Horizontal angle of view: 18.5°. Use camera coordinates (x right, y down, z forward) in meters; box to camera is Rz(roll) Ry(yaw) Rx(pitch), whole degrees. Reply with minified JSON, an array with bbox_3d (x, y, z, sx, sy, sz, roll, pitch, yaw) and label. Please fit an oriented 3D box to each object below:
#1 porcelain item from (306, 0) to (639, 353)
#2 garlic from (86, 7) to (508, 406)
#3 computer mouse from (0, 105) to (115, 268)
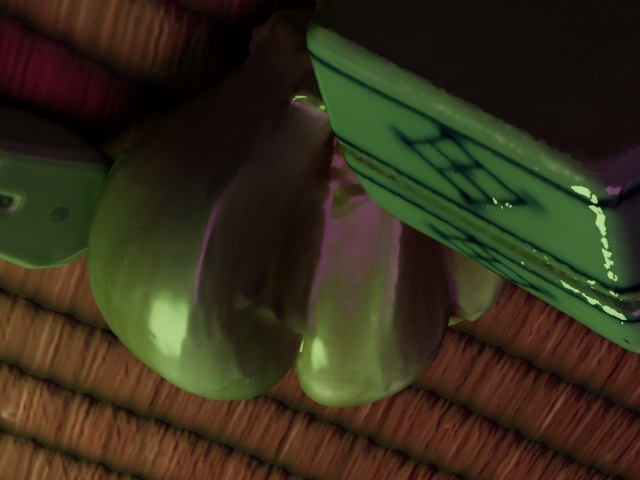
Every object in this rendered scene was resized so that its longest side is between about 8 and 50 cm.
[{"bbox_3d":[0.160,-0.105,0.934,0.281,0.286,0.157,-46,143,-20],"label":"porcelain item"},{"bbox_3d":[0.000,-0.001,1.162,0.279,0.132,0.325,-5,135,-17],"label":"garlic"},{"bbox_3d":[-0.198,-0.037,1.120,0.181,0.056,0.089,12,118,-42],"label":"computer mouse"}]
